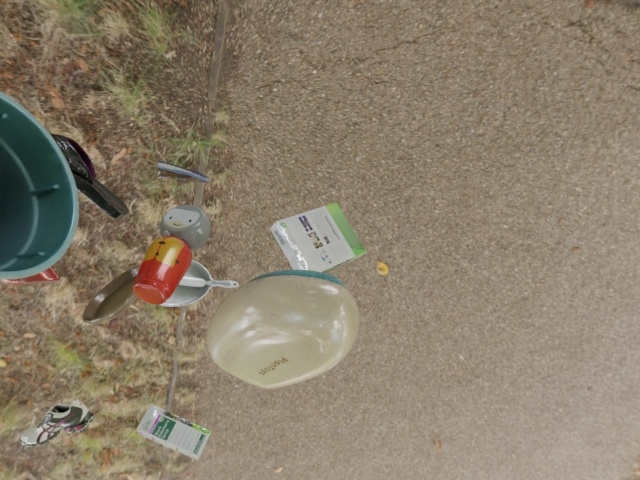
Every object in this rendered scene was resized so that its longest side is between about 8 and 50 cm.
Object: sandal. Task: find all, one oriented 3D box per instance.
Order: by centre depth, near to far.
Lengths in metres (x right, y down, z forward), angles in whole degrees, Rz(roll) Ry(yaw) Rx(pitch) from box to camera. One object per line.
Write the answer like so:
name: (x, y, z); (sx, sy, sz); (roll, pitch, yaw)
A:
sandal: (-0.832, -0.257, 1.483); (0.107, 0.167, 0.446); (-42, 125, 1)

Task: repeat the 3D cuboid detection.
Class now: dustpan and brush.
dustpan and brush: (-0.347, 0.123, 1.245); (0.211, 0.060, 0.147); (9, 69, -24)

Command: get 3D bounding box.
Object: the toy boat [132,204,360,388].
toy boat: (-0.098, 0.080, 0.612); (0.318, 0.148, 0.267); (37, 131, -23)

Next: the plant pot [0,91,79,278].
plant pot: (-0.692, -0.066, 0.751); (0.334, 0.341, 0.341); (-13, 112, 14)

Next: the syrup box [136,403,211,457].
syrup box: (-0.518, 0.679, 1.522); (0.237, 0.093, 0.096); (25, 144, -2)

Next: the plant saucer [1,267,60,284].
plant saucer: (-0.786, 0.013, 1.068); (0.048, 0.259, 0.258); (-37, 96, -14)

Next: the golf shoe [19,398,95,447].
golf shoe: (-0.976, 0.660, 1.575); (0.273, 0.105, 0.120); (-19, 108, 0)

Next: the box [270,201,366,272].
box: (0.000, 0.000, 1.567); (0.322, 0.058, 0.232); (-21, 76, -42)

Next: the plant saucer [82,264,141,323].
plant saucer: (-0.722, 0.195, 1.537); (0.278, 0.278, 0.041); (-36, 118, -2)

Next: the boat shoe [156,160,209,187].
boat shoe: (-0.496, -0.228, 1.549); (0.183, 0.066, 0.066); (16, 102, -18)
